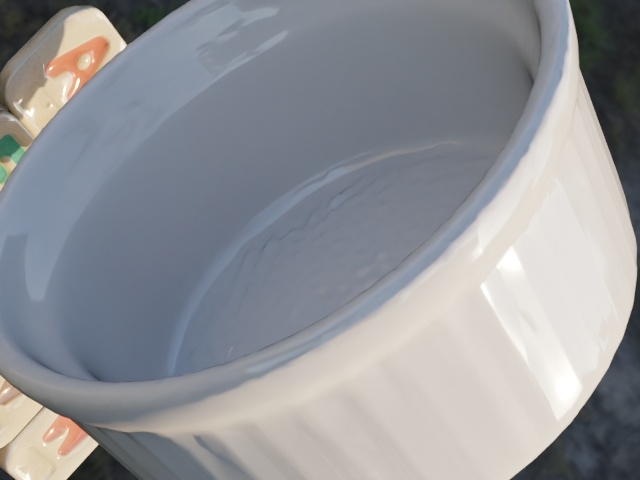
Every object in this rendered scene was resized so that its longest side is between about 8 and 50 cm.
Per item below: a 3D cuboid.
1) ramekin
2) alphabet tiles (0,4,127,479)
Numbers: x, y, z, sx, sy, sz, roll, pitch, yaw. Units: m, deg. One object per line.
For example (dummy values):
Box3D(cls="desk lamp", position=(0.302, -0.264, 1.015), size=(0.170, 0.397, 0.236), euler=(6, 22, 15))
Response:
Box3D(cls="ramekin", position=(0.000, 0.000, 0.635), size=(0.135, 0.277, 0.277), euler=(56, 27, -35))
Box3D(cls="alphabet tiles", position=(-0.173, 0.024, 0.769), size=(0.021, 0.278, 0.284), euler=(32, -15, 39))
